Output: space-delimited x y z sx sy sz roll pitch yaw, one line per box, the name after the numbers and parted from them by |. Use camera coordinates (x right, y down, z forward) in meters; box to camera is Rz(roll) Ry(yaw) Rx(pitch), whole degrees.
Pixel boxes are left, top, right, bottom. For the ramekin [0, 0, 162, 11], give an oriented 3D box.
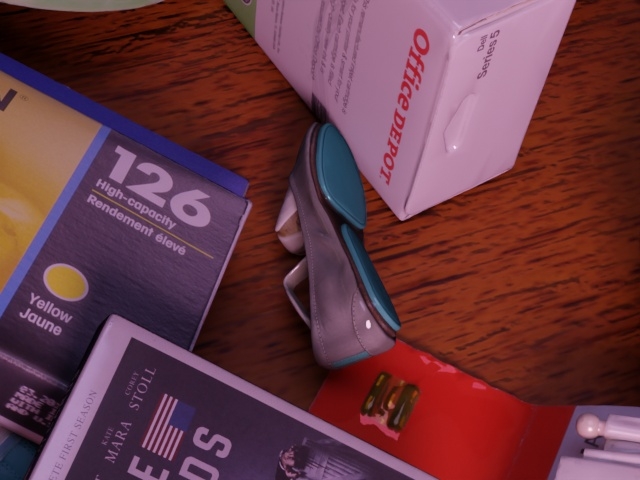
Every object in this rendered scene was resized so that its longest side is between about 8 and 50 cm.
-0.218 -0.316 1.022 0.303 0.148 0.303 13 36 -10 | ramekin

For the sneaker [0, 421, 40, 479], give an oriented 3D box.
-0.204 0.219 0.718 0.121 0.108 0.302 36 48 -6 | sneaker

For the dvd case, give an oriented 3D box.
-0.041 0.166 0.695 0.239 0.029 0.179 28 58 -11 | dvd case

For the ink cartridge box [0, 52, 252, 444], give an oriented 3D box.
-0.199 -0.037 0.830 0.303 0.072 0.307 27 40 -8 | ink cartridge box

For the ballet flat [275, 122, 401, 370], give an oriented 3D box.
0.000 0.000 0.921 0.068 0.072 0.213 -30 43 16 | ballet flat

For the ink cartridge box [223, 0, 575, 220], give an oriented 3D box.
0.043 -0.184 0.982 0.115 0.198 0.273 -25 61 -24 | ink cartridge box

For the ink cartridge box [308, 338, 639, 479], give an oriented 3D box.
0.140 0.215 0.767 0.385 0.091 0.308 25 54 9 | ink cartridge box

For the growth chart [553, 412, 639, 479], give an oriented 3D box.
0.188 0.190 0.735 0.172 0.021 0.237 14 50 22 | growth chart
